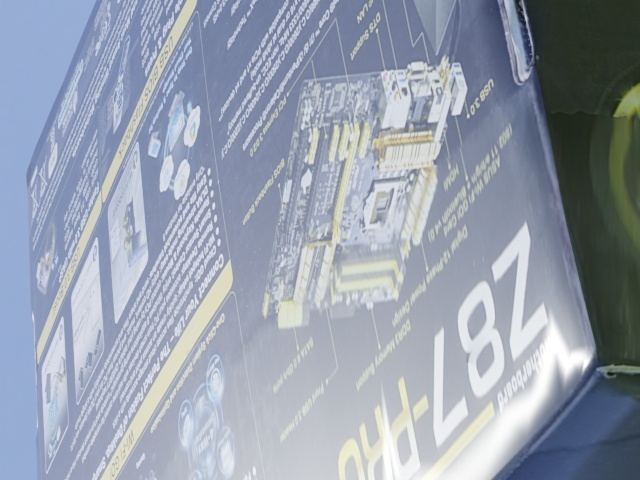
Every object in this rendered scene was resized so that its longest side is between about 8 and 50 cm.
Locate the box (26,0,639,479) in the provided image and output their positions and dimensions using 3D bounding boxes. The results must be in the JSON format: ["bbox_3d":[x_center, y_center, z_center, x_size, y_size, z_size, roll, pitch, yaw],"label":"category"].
[{"bbox_3d":[0.000,0.000,0.601,0.097,0.395,0.318,8,-126,-20],"label":"box"}]
